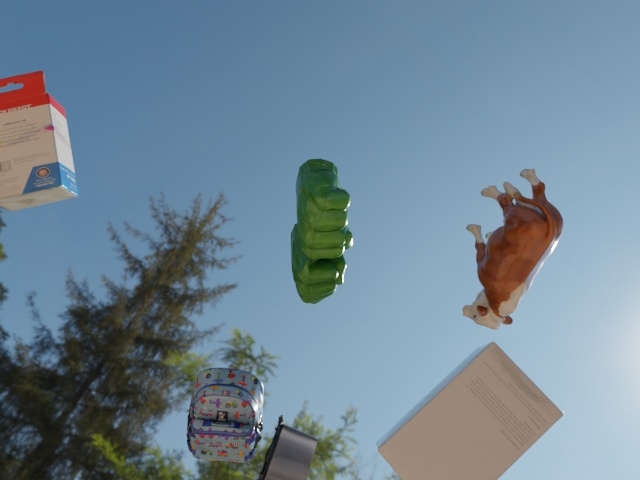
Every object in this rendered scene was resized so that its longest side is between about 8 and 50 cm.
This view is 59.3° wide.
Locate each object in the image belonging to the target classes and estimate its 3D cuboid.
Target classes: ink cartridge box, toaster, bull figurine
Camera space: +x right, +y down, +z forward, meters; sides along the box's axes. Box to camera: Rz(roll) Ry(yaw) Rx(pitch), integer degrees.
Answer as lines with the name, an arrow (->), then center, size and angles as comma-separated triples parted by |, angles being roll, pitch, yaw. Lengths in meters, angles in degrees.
ink cartridge box -> -0.546, -0.185, 1.047 | 0.134, 0.231, 0.078 | -13, -11, -2
toaster -> -0.087, 0.549, 1.354 | 0.110, 0.168, 0.186 | 19, -43, 2
bull figurine -> 0.334, 0.023, 1.016 | 0.101, 0.188, 0.310 | -1, -38, -14

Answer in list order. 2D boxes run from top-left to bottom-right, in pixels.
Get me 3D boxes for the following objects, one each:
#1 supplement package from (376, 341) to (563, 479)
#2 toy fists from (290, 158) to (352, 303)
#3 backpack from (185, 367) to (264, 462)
supplement package -> 0.270, 0.360, 1.071 | 0.177, 0.293, 0.175 | 48, -7, 14
toy fists -> 0.000, 0.000, 0.981 | 0.096, 0.142, 0.279 | 2, -42, -7
backpack -> -0.191, 0.345, 1.133 | 0.158, 0.117, 0.173 | 9, -59, -3
